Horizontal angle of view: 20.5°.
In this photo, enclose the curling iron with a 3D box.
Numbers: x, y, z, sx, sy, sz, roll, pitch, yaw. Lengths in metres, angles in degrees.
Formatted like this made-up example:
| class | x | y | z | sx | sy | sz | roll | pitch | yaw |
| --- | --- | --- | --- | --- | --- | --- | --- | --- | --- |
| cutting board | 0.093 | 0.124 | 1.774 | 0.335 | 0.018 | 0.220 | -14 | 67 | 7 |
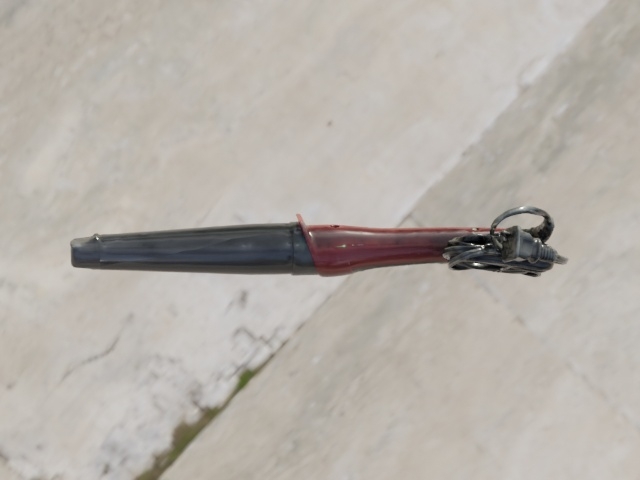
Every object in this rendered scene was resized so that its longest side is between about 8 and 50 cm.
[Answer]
| class | x | y | z | sx | sy | sz | roll | pitch | yaw |
| --- | --- | --- | --- | --- | --- | --- | --- | --- | --- |
| curling iron | 0.000 | 0.000 | 0.970 | 0.274 | 0.068 | 0.035 | 0 | 77 | 1 |
